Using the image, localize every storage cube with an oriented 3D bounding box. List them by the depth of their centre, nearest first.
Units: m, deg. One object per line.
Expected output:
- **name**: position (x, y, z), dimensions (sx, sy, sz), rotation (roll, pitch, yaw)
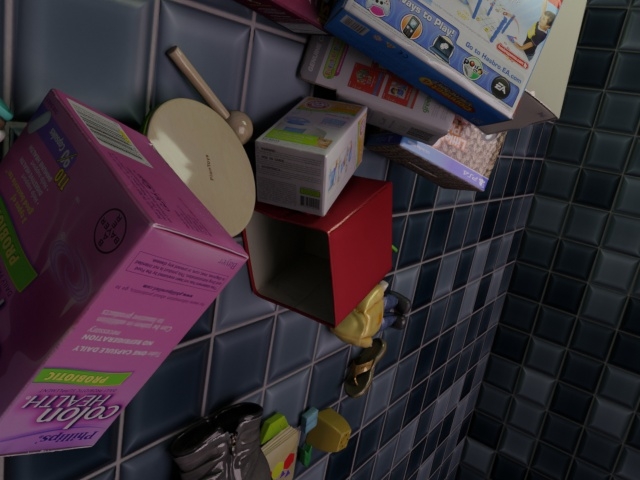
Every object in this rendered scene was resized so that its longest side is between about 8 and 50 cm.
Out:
- **storage cube**: position (0.000, 0.000, 0.902), dimensions (0.193, 0.184, 0.214), rotation (-40, 136, -41)

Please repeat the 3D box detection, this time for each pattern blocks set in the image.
- **pattern blocks set**: position (-0.119, 0.506, 1.137), dimensions (0.325, 0.026, 0.285), rotation (-5, 111, -55)

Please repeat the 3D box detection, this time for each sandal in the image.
- **sandal**: position (0.111, 0.322, 1.350), dimensions (0.180, 0.072, 0.049), rotation (-56, 129, -24)

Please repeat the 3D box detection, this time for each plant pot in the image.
- **plant pot**: position (0.026, 0.475, 1.284), dimensions (0.082, 0.083, 0.081), rotation (8, 100, -56)

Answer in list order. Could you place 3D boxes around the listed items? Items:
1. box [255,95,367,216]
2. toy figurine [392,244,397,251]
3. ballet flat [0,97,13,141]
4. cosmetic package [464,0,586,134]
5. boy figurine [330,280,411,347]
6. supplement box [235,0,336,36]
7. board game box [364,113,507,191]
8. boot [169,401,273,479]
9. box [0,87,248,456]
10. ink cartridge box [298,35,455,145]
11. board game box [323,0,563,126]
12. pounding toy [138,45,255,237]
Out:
- **box**: position (-0.009, -0.141, 0.826), dimensions (0.203, 0.114, 0.103), rotation (-56, 155, -50)
- **toy figurine**: position (0.060, 0.049, 1.081), dimensions (0.159, 0.130, 0.173), rotation (-58, 158, -2)
- **ballet flat**: position (-0.376, -0.183, 0.313), dimensions (0.139, 0.139, 0.400), rotation (-55, 145, -23)
- **cosmetic package**: position (0.367, -0.365, 0.949), dimensions (0.113, 0.160, 0.309), rotation (26, 75, -30)
- **boy figurine**: position (0.125, 0.184, 1.275), dimensions (0.285, 0.092, 0.177), rotation (-3, 111, -59)
- **supplement box**: position (-0.047, -0.368, 0.732), dimensions (0.188, 0.081, 0.104), rotation (-2, 108, -56)
- **board game box**: position (0.269, -0.282, 1.095), dimensions (0.232, 0.141, 0.290), rotation (22, 89, -25)
- **boot**: position (-0.226, 0.437, 0.889), dimensions (0.338, 0.118, 0.222), rotation (-31, 120, -44)
- **box**: position (-0.228, 0.027, 0.481), dimensions (0.243, 0.213, 0.117), rotation (-50, 148, 10)
- **ink cartridge box**: position (0.136, -0.365, 0.916), dimensions (0.130, 0.272, 0.309), rotation (-177, -73, -89)
- **board game box**: position (0.206, -0.380, 0.781), dimensions (0.308, 0.086, 0.301), rotation (27, 85, -18)
- **pounding toy**: position (-0.182, -0.099, 0.680), dimensions (0.183, 0.110, 0.236), rotation (38, 45, -45)
